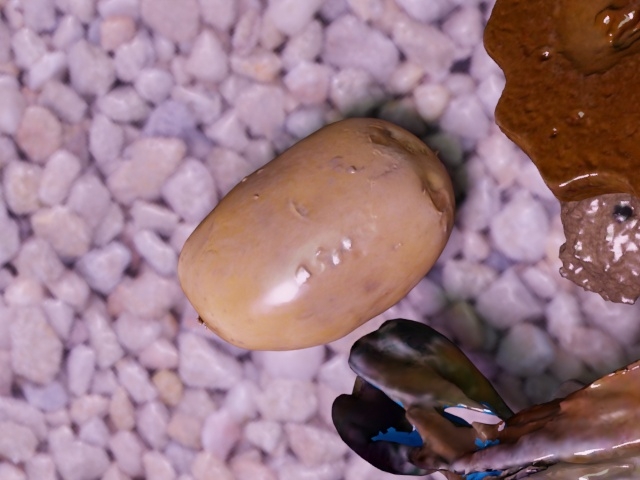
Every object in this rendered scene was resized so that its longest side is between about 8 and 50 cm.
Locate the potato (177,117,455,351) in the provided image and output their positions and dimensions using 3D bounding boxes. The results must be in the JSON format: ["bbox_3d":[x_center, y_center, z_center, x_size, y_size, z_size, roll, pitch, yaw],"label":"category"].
[{"bbox_3d":[0.000,0.000,1.177,0.178,0.118,0.109,-34,123,9],"label":"potato"}]

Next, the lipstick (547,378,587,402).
[{"bbox_3d":[0.246,0.160,1.133,0.253,0.077,0.079,25,106,19],"label":"lipstick"}]

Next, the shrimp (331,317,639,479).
[{"bbox_3d":[0.191,0.131,1.025,0.446,0.110,0.221,16,111,34],"label":"shrimp"}]

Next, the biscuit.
[{"bbox_3d":[0.181,-0.097,1.077,0.182,0.034,0.215,-16,57,22],"label":"biscuit"}]

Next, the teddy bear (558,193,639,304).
[{"bbox_3d":[0.256,-0.008,1.080,0.251,0.182,0.129,1,141,34],"label":"teddy bear"}]
